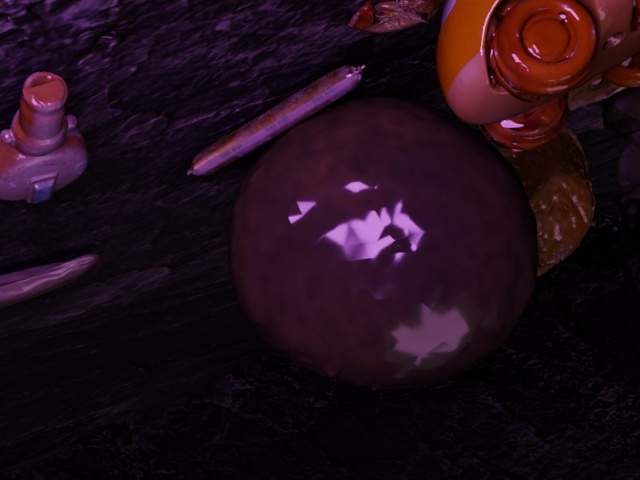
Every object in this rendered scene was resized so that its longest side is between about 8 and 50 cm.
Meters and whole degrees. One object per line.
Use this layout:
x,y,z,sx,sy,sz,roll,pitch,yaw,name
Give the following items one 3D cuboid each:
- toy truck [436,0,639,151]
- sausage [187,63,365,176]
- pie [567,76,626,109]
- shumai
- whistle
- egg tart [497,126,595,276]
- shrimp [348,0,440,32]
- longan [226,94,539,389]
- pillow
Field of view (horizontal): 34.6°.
0.221,-0.226,0.912,0.288,0.212,0.204,-27,167,-3,toy truck
-0.057,-0.140,1.222,0.269,0.033,0.033,-28,168,24,sausage
0.464,-0.273,1.602,0.274,0.055,0.274,-22,169,-4,pie
0.708,-0.181,1.927,0.330,0.289,0.292,-17,167,-21,shumai
-0.266,-0.090,0.971,0.107,0.057,0.220,-17,166,-26,whistle
0.383,-0.058,1.848,0.341,0.341,0.132,-18,-148,-24,egg tart
0.071,-0.240,1.025,0.095,0.045,0.162,-4,177,8,shrimp
0.077,0.009,1.294,0.391,0.391,0.391,-22,169,-5,longan
-0.425,0.066,1.438,0.232,0.038,0.130,-18,171,-36,pillow
